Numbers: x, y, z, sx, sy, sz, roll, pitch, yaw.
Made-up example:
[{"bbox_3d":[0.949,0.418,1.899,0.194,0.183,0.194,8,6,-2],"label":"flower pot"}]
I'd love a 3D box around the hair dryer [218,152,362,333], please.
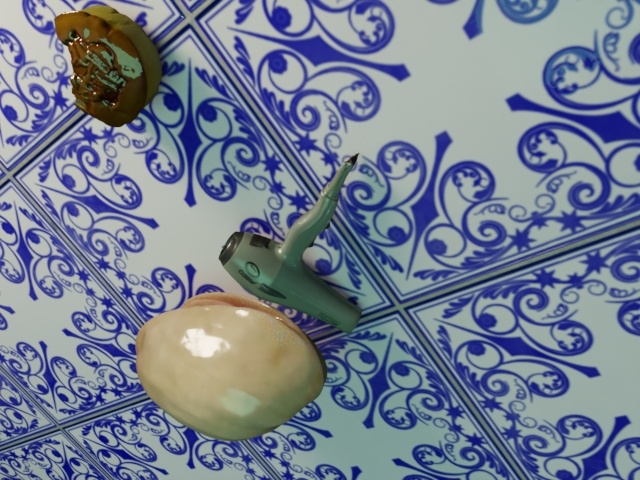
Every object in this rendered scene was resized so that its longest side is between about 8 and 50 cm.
[{"bbox_3d":[0.013,0.031,0.935,0.267,0.092,0.229,-31,114,27],"label":"hair dryer"}]

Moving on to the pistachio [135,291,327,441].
[{"bbox_3d":[-0.134,0.193,1.015,0.308,0.230,0.230,17,129,25],"label":"pistachio"}]

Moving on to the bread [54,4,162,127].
[{"bbox_3d":[-0.274,-0.230,0.864,0.125,0.086,0.156,12,128,15],"label":"bread"}]
